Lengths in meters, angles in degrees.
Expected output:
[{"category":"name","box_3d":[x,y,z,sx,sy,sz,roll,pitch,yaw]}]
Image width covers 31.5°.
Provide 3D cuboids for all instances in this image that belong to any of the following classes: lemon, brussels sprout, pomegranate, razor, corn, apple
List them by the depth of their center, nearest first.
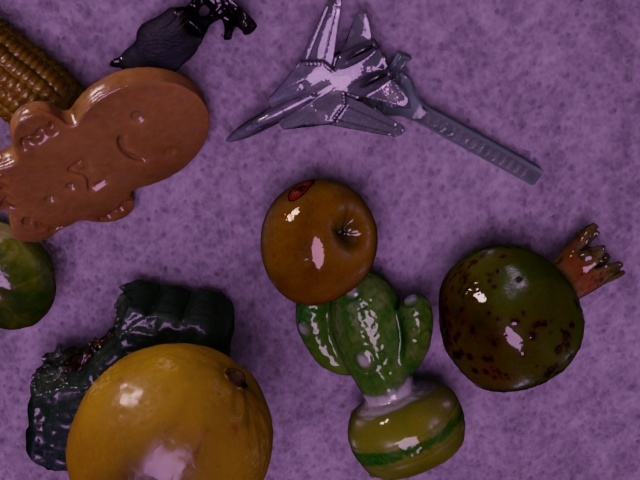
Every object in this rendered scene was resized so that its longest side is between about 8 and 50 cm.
[{"category":"lemon","box_3d":[-0.210,0.289,1.584,0.297,0.297,0.297,1,114,3]},{"category":"corn","box_3d":[-0.484,-0.269,1.611,0.363,0.120,0.120,39,111,-10]},{"category":"razor","box_3d":[0.202,-0.157,1.651,0.278,0.056,0.111,29,111,-9]},{"category":"pomegranate","box_3d":[0.312,0.100,1.667,0.286,0.231,0.231,-23,111,14]},{"category":"apple","box_3d":[0.000,0.000,1.667,0.155,0.182,0.182,-17,117,48]},{"category":"brussels sprout","box_3d":[-0.489,0.052,1.743,0.161,0.144,0.181,18,148,41]}]

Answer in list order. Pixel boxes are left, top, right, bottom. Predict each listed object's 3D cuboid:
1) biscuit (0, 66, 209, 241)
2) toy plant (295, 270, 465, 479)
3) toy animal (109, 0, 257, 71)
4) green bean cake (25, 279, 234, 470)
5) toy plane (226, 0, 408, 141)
[{"category":"biscuit","box_3d":[-0.323,-0.118,1.633,0.355,0.052,0.275,-27,145,3]},{"category":"toy plant","box_3d":[0.098,0.197,1.765,0.224,0.184,0.316,-18,103,30]},{"category":"toy animal","box_3d":[-0.202,-0.275,1.591,0.210,0.117,0.121,-41,112,17]},{"category":"green bean cake","box_3d":[-0.297,0.214,1.790,0.300,0.169,0.308,8,114,-2]},{"category":"toy plane","box_3d":[-0.018,-0.203,1.629,0.267,0.088,0.212,-25,94,27]}]
